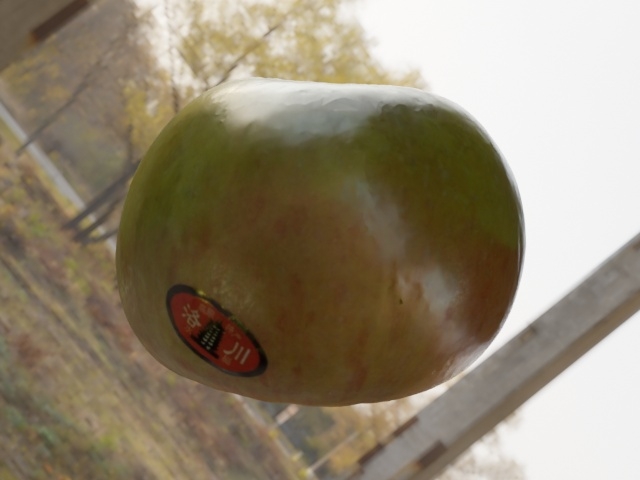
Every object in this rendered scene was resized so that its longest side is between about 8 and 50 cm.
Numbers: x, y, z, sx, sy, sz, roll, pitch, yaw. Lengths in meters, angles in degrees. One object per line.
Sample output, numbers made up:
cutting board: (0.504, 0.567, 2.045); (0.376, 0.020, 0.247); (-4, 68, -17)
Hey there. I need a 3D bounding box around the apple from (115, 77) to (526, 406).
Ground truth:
apple: (0.000, 0.000, 0.751); (0.261, 0.260, 0.194); (-164, -102, -80)
